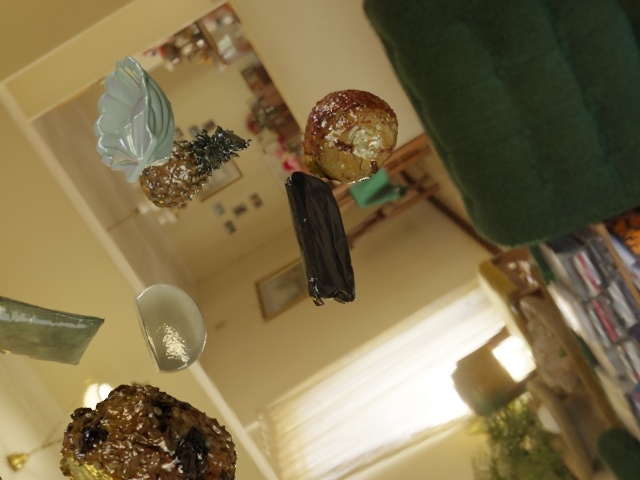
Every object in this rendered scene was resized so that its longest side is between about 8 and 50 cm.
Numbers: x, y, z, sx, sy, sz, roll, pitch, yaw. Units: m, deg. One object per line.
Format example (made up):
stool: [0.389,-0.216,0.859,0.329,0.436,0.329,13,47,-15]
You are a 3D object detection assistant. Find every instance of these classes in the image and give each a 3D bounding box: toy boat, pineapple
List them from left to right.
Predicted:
toy boat: [-0.348,-0.223,1.626,0.100,0.199,0.290,14,-147,-33]
pineapple: [-0.296,-0.188,2.031,0.158,0.278,0.158,47,-152,-34]

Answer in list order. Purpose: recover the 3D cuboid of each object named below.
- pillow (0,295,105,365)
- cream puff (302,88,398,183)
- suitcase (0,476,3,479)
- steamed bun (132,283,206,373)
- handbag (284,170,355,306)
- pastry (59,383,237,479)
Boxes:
pillow: [-0.634,0.190,1.817,0.302,0.185,0.075,16,-137,-28]
cream puff: [0.062,-0.244,1.992,0.164,0.240,0.240,46,172,42]
suitcase: [-0.639,0.672,1.694,0.283,0.194,0.434,28,138,52]
steamed bun: [-0.399,0.233,2.314,0.146,0.164,0.242,145,106,-74]
handbag: [0.001,0.003,2.038,0.191,0.074,0.333,17,-123,-58]
pastry: [-0.358,0.505,1.875,0.292,0.337,0.405,-21,95,52]
